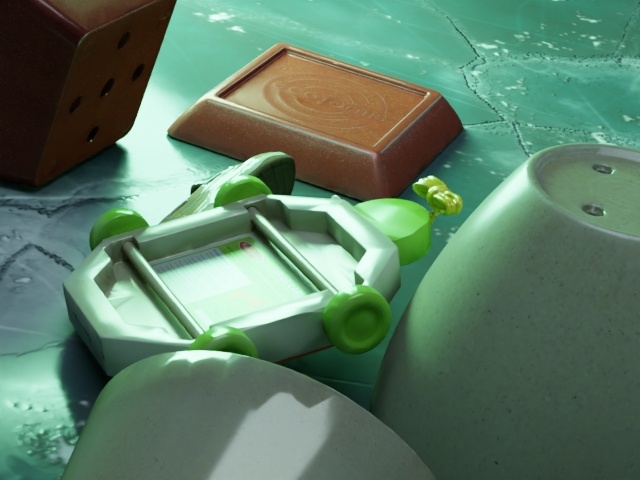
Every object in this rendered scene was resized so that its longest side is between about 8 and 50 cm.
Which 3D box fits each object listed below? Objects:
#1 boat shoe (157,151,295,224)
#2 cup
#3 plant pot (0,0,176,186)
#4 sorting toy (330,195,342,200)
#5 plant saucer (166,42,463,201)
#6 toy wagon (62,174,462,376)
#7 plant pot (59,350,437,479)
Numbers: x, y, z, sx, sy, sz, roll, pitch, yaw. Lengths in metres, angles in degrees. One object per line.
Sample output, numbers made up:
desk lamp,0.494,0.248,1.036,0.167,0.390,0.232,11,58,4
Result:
boat shoe,-0.094,-0.042,1.716,0.072,0.068,0.190,11,26,27
cup,0.223,0.062,1.444,0.331,0.237,0.331,8,27,-4
plant pot,-0.301,-0.209,1.770,0.235,0.267,0.267,31,33,14
sorting toy,0.000,0.000,1.694,0.083,0.045,0.075,-14,44,-39
plant saucer,0.003,-0.140,1.947,0.258,0.048,0.259,19,28,16
toy wagon,-0.037,0.026,1.516,0.344,0.068,0.267,-16,29,-19
plant pot,-0.080,0.250,1.024,0.256,0.256,0.274,18,45,13
